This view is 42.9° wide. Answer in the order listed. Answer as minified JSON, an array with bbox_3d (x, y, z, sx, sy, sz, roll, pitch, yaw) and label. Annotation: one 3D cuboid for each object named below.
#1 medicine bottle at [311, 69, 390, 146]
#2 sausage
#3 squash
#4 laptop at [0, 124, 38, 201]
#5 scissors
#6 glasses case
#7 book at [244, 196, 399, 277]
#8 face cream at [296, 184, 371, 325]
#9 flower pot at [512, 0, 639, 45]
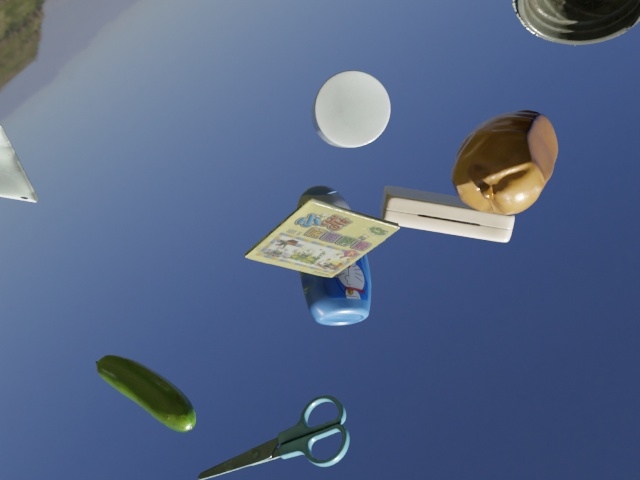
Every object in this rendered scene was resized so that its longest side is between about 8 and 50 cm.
[{"bbox_3d":[0.032,-0.155,0.981,0.086,0.086,0.183,-38,-173,2],"label":"medicine bottle"},{"bbox_3d":[0.268,-0.116,1.185,0.136,0.120,0.241,-20,-164,26],"label":"sausage"},{"bbox_3d":[-0.378,0.327,1.791,0.292,0.082,0.082,27,-116,29],"label":"squash"},{"bbox_3d":[-0.564,-0.132,1.287,0.269,0.187,0.015,106,-7,-67],"label":"laptop"},{"bbox_3d":[-0.132,0.549,2.133,0.447,0.029,0.193,-24,-133,14],"label":"scissors"},{"bbox_3d":[0.326,-0.071,2.125,0.144,0.336,0.076,-79,178,-75],"label":"glasses case"},{"bbox_3d":[0.000,0.000,1.273,0.192,0.168,0.013,-38,-134,45],"label":"book"},{"bbox_3d":[0.020,0.020,1.491,0.083,0.149,0.264,-34,-121,45],"label":"face cream"},{"bbox_3d":[0.454,-0.461,1.408,0.235,0.235,0.141,-15,-124,44],"label":"flower pot"}]
